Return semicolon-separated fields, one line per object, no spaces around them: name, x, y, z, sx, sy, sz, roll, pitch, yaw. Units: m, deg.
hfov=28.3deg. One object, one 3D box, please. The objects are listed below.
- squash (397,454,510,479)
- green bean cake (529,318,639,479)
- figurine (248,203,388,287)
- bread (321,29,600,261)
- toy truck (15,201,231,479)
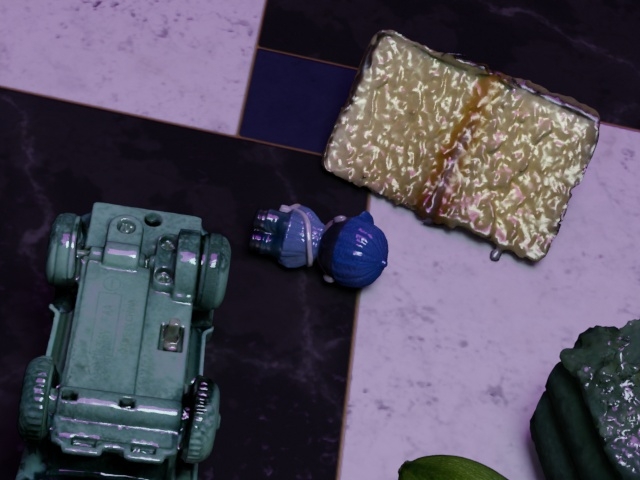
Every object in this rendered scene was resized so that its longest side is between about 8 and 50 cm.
squash;0.206;0.317;1.003;0.107;0.107;0.395;-26;61;-31
green bean cake;0.358;0.121;1.073;0.300;0.307;0.169;-3;50;-18
figurine;0.000;0.000;1.239;0.136;0.079;0.077;12;90;-9
bread;0.149;-0.108;1.352;0.266;0.178;0.142;24;17;3
toy truck;-0.161;0.095;1.062;0.155;0.156;0.278;8;50;-8
